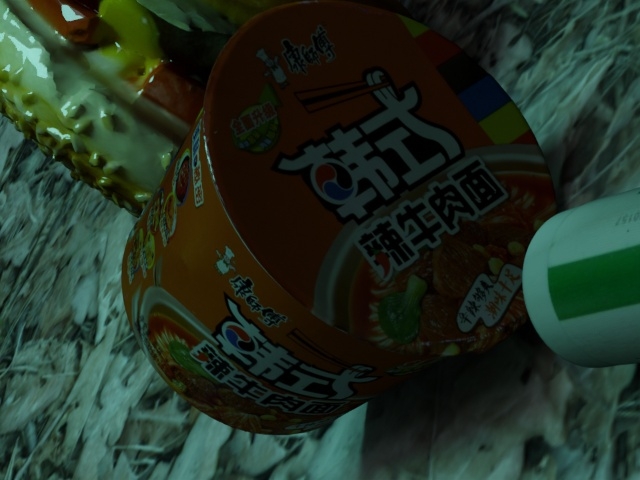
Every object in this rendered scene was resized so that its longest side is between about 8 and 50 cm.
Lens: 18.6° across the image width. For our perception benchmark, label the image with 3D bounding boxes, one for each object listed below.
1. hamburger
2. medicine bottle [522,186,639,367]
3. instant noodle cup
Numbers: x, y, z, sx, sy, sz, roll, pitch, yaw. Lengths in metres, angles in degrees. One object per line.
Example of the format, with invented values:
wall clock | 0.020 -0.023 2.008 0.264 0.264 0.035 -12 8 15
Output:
hamburger | -0.102 -0.152 1.492 0.250 0.330 0.330 -56 25 6
medicine bottle | 0.213 0.006 0.986 0.260 0.095 0.095 -17 48 57
instant noodle cup | 0.000 0.000 1.250 0.192 0.250 0.250 -45 27 49
